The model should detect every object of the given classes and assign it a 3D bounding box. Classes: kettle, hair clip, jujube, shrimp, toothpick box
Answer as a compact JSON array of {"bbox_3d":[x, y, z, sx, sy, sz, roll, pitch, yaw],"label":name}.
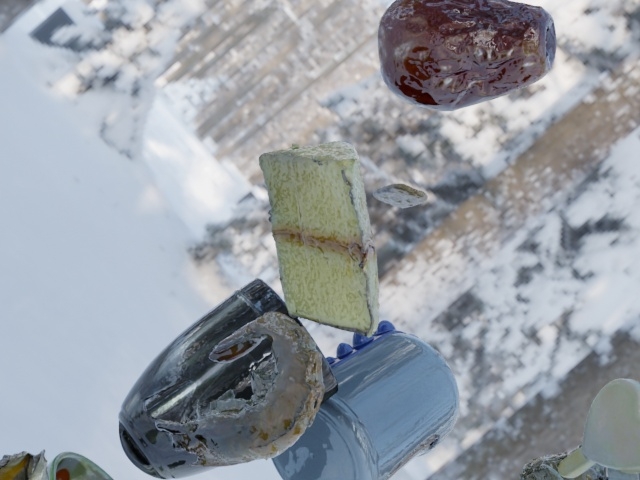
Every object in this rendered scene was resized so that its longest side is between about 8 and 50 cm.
[{"bbox_3d":[-0.168,0.253,1.836,0.228,0.324,0.321,52,-13,15],"label":"kettle"},{"bbox_3d":[0.384,0.286,1.489,0.159,0.218,0.071,0,2,44],"label":"hair clip"},{"bbox_3d":[0.211,-0.282,1.688,0.255,0.190,0.190,2,-20,20],"label":"jujube"},{"bbox_3d":[-0.090,0.165,1.285,0.253,0.173,0.058,-11,-24,44],"label":"shrimp"},{"bbox_3d":[0.093,0.291,2.045,0.355,0.263,0.263,-26,69,-45],"label":"toothpick box"}]

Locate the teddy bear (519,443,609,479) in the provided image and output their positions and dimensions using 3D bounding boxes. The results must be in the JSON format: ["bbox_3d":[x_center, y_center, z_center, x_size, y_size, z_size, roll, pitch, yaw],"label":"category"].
[{"bbox_3d":[0.437,0.413,1.832,0.256,0.156,0.267,23,-23,5],"label":"teddy bear"}]

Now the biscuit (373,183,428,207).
[{"bbox_3d":[0.139,-0.079,2.025,0.071,0.018,0.147,20,-11,-15],"label":"biscuit"}]

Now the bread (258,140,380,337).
[{"bbox_3d":[0.000,0.000,1.467,0.178,0.135,0.240,-92,174,-79],"label":"bread"}]

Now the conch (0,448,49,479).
[{"bbox_3d":[-0.425,0.366,1.454,0.163,0.245,0.178,29,-13,10],"label":"conch"}]

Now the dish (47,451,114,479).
[{"bbox_3d":[-0.422,0.547,2.067,0.324,0.124,0.324,53,6,-8],"label":"dish"}]
